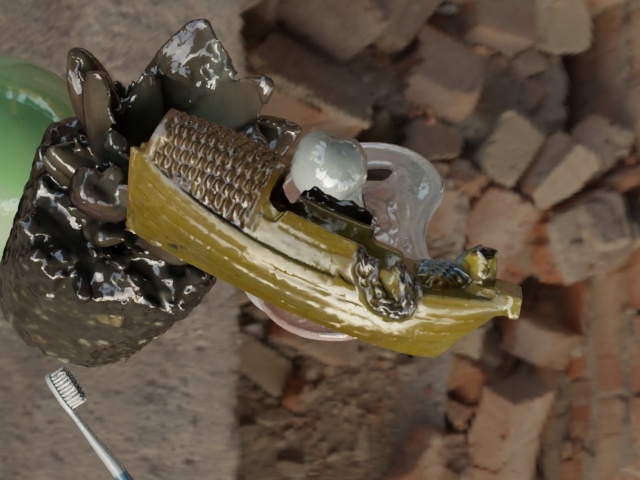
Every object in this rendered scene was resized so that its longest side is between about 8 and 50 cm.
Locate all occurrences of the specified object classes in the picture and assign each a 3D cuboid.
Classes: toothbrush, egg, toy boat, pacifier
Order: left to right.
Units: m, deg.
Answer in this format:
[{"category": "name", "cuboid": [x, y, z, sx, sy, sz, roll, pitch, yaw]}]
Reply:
[{"category": "egg", "cuboid": [-0.332, -0.079, 1.496, 0.221, 0.269, 0.220, -1, 99, -5]}, {"category": "toothbrush", "cuboid": [-0.176, 0.236, 1.390, 0.275, 0.025, 0.019, 56, 18, 0]}, {"category": "toy boat", "cuboid": [0.000, 0.000, 0.524, 0.149, 0.047, 0.049, 23, 104, 4]}, {"category": "pacifier", "cuboid": [0.033, -0.020, 1.871, 0.220, 0.273, 0.332, 21, 49, -13]}]

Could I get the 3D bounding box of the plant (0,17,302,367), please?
[{"category": "plant", "cuboid": [-0.147, -0.026, 1.208, 0.194, 0.320, 0.181, 15, 55, -19]}]
